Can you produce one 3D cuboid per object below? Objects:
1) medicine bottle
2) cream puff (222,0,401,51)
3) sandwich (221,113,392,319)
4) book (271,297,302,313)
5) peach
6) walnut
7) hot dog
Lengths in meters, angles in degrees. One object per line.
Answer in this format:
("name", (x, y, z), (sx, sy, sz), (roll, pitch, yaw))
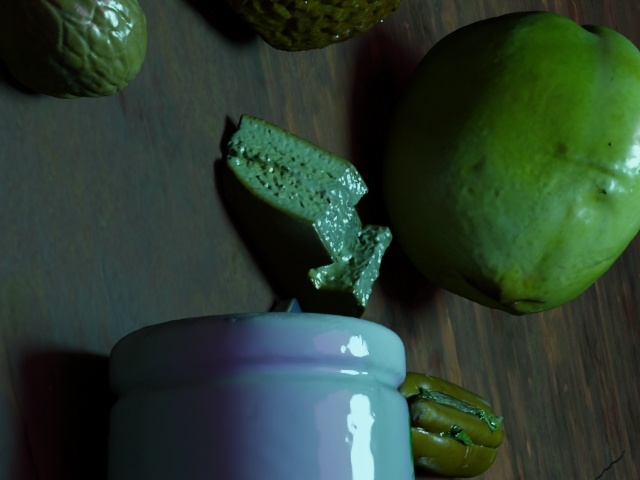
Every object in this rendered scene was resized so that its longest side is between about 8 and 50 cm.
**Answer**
("medicine bottle", (-0.037, 0.224, 1.014), (0.212, 0.212, 0.326), (26, 56, -60))
("cream puff", (0.003, -0.324, 1.309), (0.303, 0.212, 0.303), (44, 38, -49))
("sandwich", (0.000, 0.000, 1.324), (0.244, 0.088, 0.090), (62, 34, -35))
("book", (-0.010, 0.211, 1.302), (0.269, 0.025, 0.191), (68, 27, -25))
("peach", (0.208, -0.085, 1.575), (0.314, 0.281, 0.316), (159, -48, -82))
("walnut", (-0.167, -0.146, 1.018), (0.124, 0.105, 0.105), (58, 33, -46))
("hot dog", (0.134, 0.193, 1.562), (0.249, 0.068, 0.100), (25, 58, -61))
